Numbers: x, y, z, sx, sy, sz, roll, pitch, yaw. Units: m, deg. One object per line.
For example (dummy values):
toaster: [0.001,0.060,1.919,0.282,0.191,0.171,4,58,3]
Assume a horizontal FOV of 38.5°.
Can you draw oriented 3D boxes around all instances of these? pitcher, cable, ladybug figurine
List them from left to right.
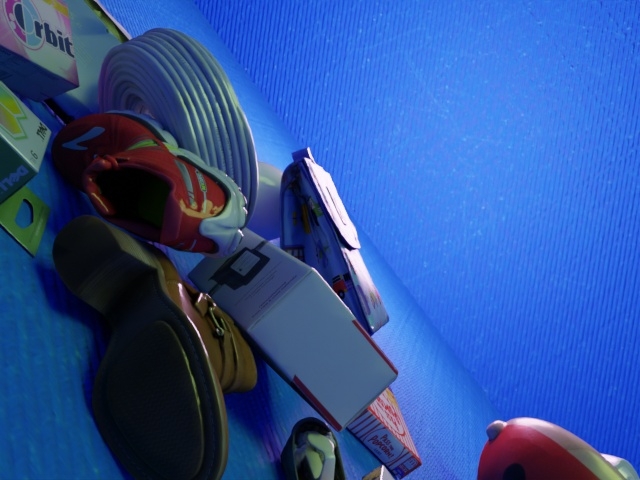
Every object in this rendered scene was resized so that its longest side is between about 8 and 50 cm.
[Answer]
cable: [-0.168,-0.115,1.057,0.257,0.089,0.257,-16,-87,61]
pitcher: [-0.138,-0.086,1.451,0.207,0.125,0.178,22,18,-52]
ladybug figurine: [0.429,0.517,1.611,0.162,0.305,0.449,-23,66,-41]

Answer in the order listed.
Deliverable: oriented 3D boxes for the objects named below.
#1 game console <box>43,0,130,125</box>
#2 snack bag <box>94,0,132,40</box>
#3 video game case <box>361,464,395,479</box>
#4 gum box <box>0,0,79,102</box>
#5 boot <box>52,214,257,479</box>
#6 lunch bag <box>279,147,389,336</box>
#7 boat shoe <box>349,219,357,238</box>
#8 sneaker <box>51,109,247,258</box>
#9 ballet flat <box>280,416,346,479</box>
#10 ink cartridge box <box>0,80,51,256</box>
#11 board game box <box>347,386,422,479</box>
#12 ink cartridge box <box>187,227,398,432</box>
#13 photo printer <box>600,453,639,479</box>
game console: [-0.386,-0.281,1.189,0.293,0.173,0.250,49,41,-24]
snack bag: [-0.344,-0.352,1.460,0.323,0.037,0.342,47,3,-2]
video game case: [0.123,0.404,1.098,0.232,0.042,0.210,53,10,0]
gum box: [-0.342,-0.231,0.972,0.188,0.062,0.107,25,51,-68]
boot: [-0.121,0.119,0.824,0.283,0.109,0.220,50,2,32]
lunch bag: [-0.003,0.007,1.384,0.221,0.138,0.293,-3,79,-80]
boat shoe: [0.000,0.000,1.778,0.110,0.121,0.341,49,11,-28]
sneaker: [-0.194,-0.067,0.911,0.279,0.107,0.118,25,14,37]
ballet flat: [0.002,0.257,0.931,0.072,0.068,0.213,10,23,-18]
ink cartridge box: [-0.297,-0.095,0.804,0.209,0.062,0.109,49,9,-25]
board game box: [0.077,0.257,1.422,0.147,0.045,0.193,48,10,-28]
ink cartridge box: [-0.039,0.093,1.063,0.172,0.100,0.237,51,-10,-24]
photo printer: [0.516,0.551,1.741,0.107,0.256,0.308,-23,90,-42]
